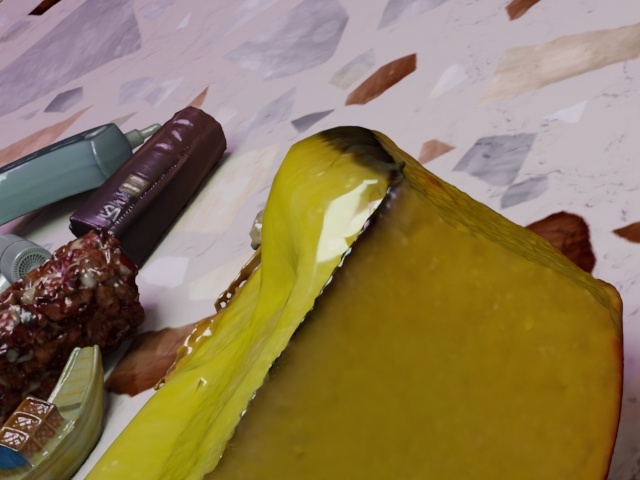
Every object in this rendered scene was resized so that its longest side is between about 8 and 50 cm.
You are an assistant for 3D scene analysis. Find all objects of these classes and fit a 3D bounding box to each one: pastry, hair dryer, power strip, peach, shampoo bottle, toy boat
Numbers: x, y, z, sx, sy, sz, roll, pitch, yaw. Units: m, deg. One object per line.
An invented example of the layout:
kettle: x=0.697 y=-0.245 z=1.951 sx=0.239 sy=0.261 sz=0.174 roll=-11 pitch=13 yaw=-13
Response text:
pastry: x=-0.241 y=0.081 z=1.597 sx=0.208 sy=0.115 sz=0.097 roll=-39 pitch=33 yaw=-4
hair dryer: x=-0.320 y=0.056 z=1.814 sx=0.137 sy=0.047 sz=0.082 roll=-51 pitch=29 yaw=-12
power strip: x=-0.277 y=-0.062 z=1.885 sx=0.253 sy=0.054 sz=0.167 roll=-23 pitch=12 yaw=11
peach: x=0.026 y=0.106 z=1.110 sx=0.380 sy=0.242 sz=0.306 roll=-63 pitch=14 yaw=-20
shampoo bottle: x=-0.178 y=-0.028 z=1.747 sx=0.068 sy=0.067 sz=0.236 roll=7 pitch=49 yaw=42
toy boat: x=-0.223 y=0.156 z=1.510 sx=0.065 sy=0.066 sz=0.172 roll=-11 pitch=35 yaw=45

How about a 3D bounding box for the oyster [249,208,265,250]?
oyster: x=0.000 y=0.000 z=1.487 sx=0.191 sy=0.081 sz=0.163 roll=-10 pitch=41 yaw=48
